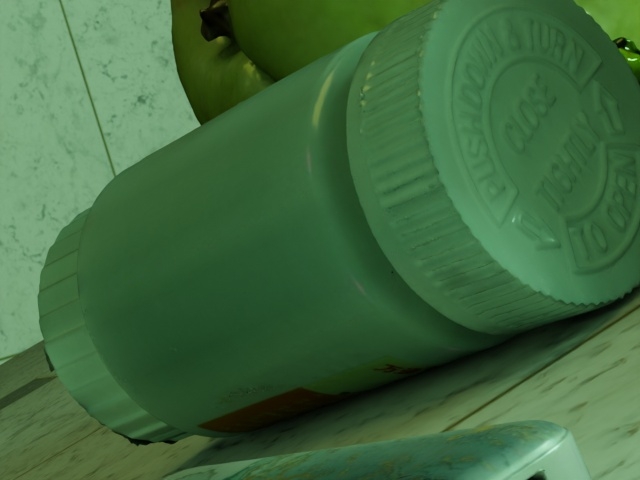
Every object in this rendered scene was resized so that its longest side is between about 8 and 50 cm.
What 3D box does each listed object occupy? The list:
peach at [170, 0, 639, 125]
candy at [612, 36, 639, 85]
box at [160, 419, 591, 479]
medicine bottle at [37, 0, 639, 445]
[{"bbox_3d":[0.067,-0.131,1.085,0.315,0.314,0.281,-8,-33,-35],"label":"peach"},{"bbox_3d":[0.112,-0.100,0.896,0.077,0.262,0.073,-61,15,24],"label":"candy"},{"bbox_3d":[-0.037,0.113,0.620,0.142,0.044,0.285,-26,3,-30],"label":"box"},{"bbox_3d":[0.000,0.000,0.900,0.318,0.158,0.158,-24,7,45],"label":"medicine bottle"}]
